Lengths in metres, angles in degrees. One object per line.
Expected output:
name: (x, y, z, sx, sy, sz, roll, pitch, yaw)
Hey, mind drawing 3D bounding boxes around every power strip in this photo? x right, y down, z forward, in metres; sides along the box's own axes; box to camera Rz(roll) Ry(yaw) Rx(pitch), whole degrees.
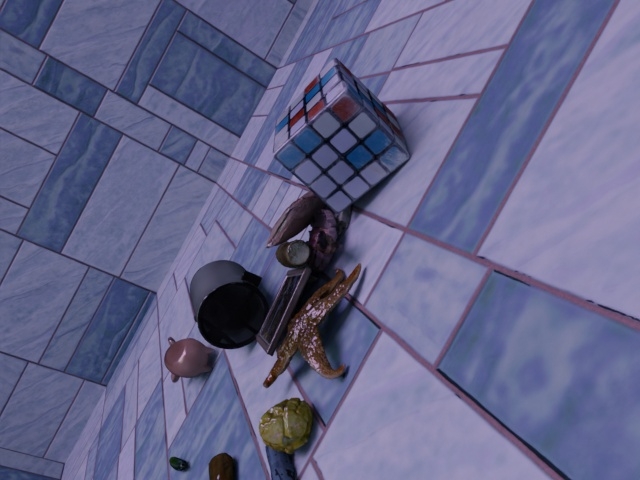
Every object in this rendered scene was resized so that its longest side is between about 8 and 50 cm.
power strip: (0.066, -0.094, 1.401, 0.047, 0.030, 0.191, -35, 34, 48)

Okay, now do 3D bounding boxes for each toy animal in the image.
toy animal: (-0.498, 0.440, 1.834, 0.250, 0.154, 0.166, -28, 49, 57)

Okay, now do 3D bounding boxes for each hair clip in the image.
hair clip: (0.007, 0.002, 1.313, 0.300, 0.069, 0.173, -149, 72, -83)

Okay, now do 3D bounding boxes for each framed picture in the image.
framed picture: (-0.108, 0.186, 1.369, 0.240, 0.020, 0.324, -65, 9, -8)

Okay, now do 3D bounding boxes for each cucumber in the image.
cucumber: (-0.452, 0.716, 1.583, 0.155, 0.037, 0.037, -26, 42, 57)

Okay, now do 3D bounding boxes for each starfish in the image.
starfish: (-0.022, 0.211, 1.173, 0.375, 0.094, 0.327, -49, 24, 17)

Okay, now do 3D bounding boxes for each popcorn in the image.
popcorn: (-0.070, 0.399, 1.065, 0.106, 0.121, 0.116, 53, 148, 26)

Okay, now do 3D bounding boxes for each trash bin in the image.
trash bin: (-0.301, 0.198, 1.606, 0.277, 0.217, 0.262, -60, 24, 3)

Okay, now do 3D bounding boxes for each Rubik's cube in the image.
Rubik's cube: (0.048, -0.276, 1.317, 0.256, 0.259, 0.253, -40, 27, 24)

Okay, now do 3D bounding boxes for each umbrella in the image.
umbrella: (-0.081, 0.498, 1.025, 0.053, 0.052, 0.250, -58, 23, 13)

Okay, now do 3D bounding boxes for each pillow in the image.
pillow: (-0.050, -0.079, 1.453, 0.173, 0.067, 0.270, -55, -10, 32)

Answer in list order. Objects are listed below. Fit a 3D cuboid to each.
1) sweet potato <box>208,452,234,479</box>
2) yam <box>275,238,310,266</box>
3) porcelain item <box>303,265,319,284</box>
sweet potato: (-0.235, 0.614, 1.217, 0.081, 0.062, 0.233, -59, 26, 4)
yam: (-0.080, 0.040, 1.402, 0.083, 0.083, 0.371, -64, 8, -4)
porcelain item: (-0.047, 0.105, 1.426, 0.136, 0.021, 0.075, -39, 32, 42)
